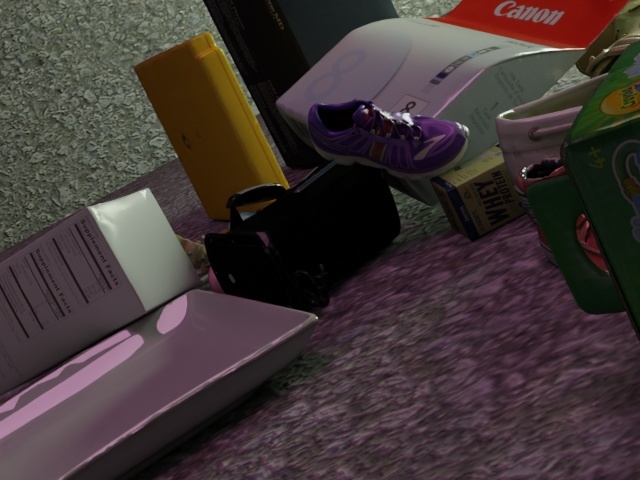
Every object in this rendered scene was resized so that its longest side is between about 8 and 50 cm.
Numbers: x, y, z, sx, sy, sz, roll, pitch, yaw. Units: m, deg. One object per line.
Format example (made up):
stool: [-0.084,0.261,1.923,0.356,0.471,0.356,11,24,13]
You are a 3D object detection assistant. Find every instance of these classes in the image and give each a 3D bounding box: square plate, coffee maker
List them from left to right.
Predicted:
square plate: [-0.199,0.158,1.028,0.344,0.049,0.347,-33,14,-20]
coffee maker: [0.000,0.000,1.151,0.171,0.120,0.178,27,48,33]

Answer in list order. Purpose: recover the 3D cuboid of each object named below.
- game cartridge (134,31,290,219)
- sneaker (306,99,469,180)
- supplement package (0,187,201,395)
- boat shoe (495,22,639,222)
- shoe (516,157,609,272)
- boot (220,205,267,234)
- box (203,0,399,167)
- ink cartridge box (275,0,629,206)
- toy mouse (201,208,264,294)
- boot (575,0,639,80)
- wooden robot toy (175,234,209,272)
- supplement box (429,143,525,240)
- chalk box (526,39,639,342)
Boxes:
game cartridge: [-0.162,-0.162,1.679,0.053,0.285,0.324,-31,14,-21]
sneaker: [0.064,-0.107,1.115,0.170,0.071,0.068,6,65,19]
supplement package: [-0.289,0.060,1.295,0.244,0.133,0.139,-29,0,26]
boat shoe: [0.323,-0.160,0.975,0.367,0.156,0.136,-25,13,14]
shoe: [0.200,-0.017,0.833,0.064,0.081,0.178,-29,13,-5]
boot: [-0.043,-0.031,1.390,0.197,0.073,0.152,-38,18,-35]
box: [-0.005,-0.307,1.800,0.179,0.343,0.312,-31,14,-17]
ink cartridge box: [0.162,-0.235,1.314,0.385,0.091,0.308,-46,31,-7]
toy mouse: [-0.091,0.012,1.266,0.143,0.031,0.161,28,71,34]
boot: [0.349,-0.204,1.250,0.203,0.095,0.262,-37,19,-31]
wooden robot toy: [-0.174,0.039,1.429,0.076,0.079,0.173,18,-6,13]
supplement box: [0.163,-0.050,1.089,0.083,0.056,0.083,-28,13,-1]
chalk box: [0.244,-0.026,0.567,0.289,0.180,0.179,-20,14,33]
